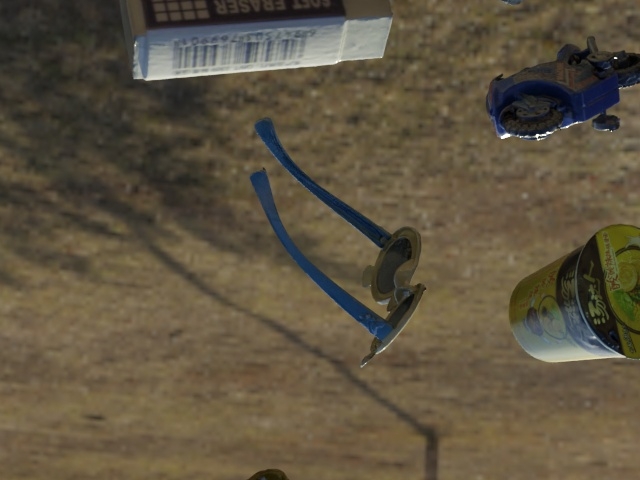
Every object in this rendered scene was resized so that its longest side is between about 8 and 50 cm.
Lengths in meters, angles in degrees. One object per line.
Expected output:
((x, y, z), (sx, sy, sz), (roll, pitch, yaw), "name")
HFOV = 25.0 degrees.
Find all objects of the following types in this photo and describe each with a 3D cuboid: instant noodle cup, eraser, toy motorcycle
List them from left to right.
((-0.072, -0.250, 1.560), (0.279, 0.124, 0.081), (-6, 145, -12), "eraser")
((0.231, -0.145, 1.408), (0.114, 0.076, 0.205), (15, -145, 43), "toy motorcycle")
((0.421, 0.099, 2.269), (0.215, 0.215, 0.236), (14, 162, -25), "instant noodle cup")

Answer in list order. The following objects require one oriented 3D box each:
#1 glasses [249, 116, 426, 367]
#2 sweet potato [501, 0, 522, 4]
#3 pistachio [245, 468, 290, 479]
((0.024, -0.016, 1.356), (0.088, 0.189, 0.220), (-27, 114, 16), "glasses")
((0.293, -0.388, 1.633), (0.286, 0.112, 0.085), (-42, 116, 13), "sweet potato")
((-0.049, 0.269, 1.267), (0.049, 0.089, 0.173), (7, 130, 40), "pistachio")
